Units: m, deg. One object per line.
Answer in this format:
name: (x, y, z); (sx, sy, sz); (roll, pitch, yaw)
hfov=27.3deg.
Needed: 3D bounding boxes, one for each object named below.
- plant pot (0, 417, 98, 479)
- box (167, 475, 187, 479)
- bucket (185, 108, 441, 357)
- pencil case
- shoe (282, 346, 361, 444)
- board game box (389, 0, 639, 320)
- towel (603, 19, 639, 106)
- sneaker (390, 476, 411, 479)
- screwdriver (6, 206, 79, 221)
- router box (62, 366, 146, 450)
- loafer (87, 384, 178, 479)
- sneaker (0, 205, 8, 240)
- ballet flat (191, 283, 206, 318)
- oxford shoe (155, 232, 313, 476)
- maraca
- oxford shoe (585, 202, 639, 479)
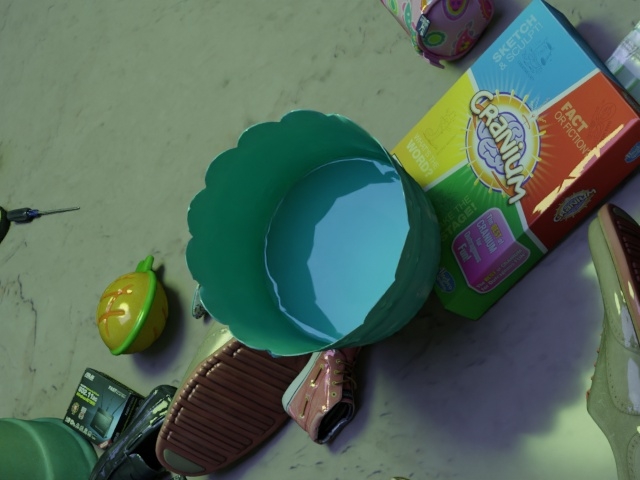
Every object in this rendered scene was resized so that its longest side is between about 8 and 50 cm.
plant pot: (-0.546, 0.383, 1.875); (0.341, 0.334, 0.341); (-19, 60, 36)
box: (-0.239, 0.399, 1.698); (0.184, 0.045, 0.191); (-27, 25, -3)
bucket: (0.000, 0.000, 1.524); (0.281, 0.183, 0.281); (-3, 81, 21)
pencil case: (0.115, -0.351, 1.764); (0.124, 0.124, 0.284); (-47, 49, 15)
shoe: (0.025, 0.168, 1.657); (0.178, 0.063, 0.081); (-57, 47, 14)
board game box: (0.223, -0.098, 1.581); (0.316, 0.064, 0.242); (-47, 48, 20)
towel: (0.397, -0.221, 1.523); (0.152, 0.023, 0.113); (-49, 46, 14)
sneaker: (0.112, 0.306, 1.543); (0.083, 0.031, 0.037); (19, 99, 49)
screwdriver: (-0.463, -0.047, 2.216); (0.169, 0.025, 0.024); (-3, 69, 31)
router box: (-0.317, 0.250, 1.936); (0.122, 0.038, 0.092); (20, 85, 44)
loafer: (-0.252, 0.304, 1.829); (0.223, 0.076, 0.078); (-56, 38, 2)
sneaker: (-0.635, 0.019, 2.277); (0.084, 0.097, 0.235); (38, 98, 44)
ballet flat: (-0.154, 0.058, 1.879); (0.041, 0.041, 0.114); (2, 74, 42)
oxford shoe: (-0.085, 0.135, 1.743); (0.397, 0.140, 0.146); (-52, 25, 8)
maraca: (-0.274, 0.095, 1.931); (0.127, 0.099, 0.186); (-50, 22, 20)
oxford shoe: (0.319, 0.125, 1.375); (0.130, 0.123, 0.348); (-32, 52, 34)
